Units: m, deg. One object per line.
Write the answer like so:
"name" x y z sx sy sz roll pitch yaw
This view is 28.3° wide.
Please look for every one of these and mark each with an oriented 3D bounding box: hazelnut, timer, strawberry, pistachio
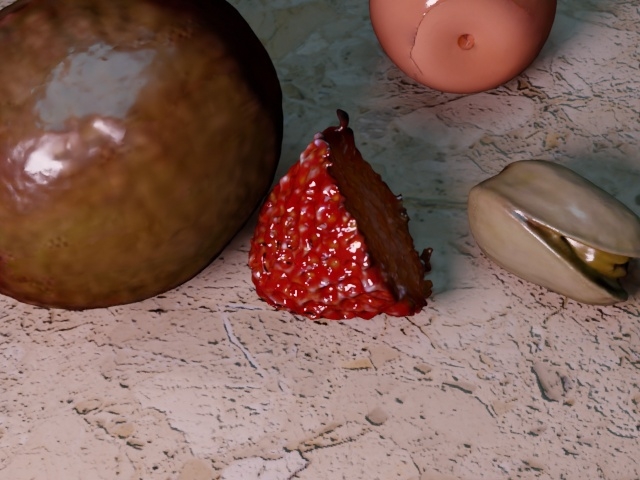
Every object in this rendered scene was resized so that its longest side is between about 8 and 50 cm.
"hazelnut" -0.241 -0.114 1.405 0.353 0.421 0.420 38 60 -11
"timer" 0.172 -0.297 1.538 0.230 0.229 0.214 -4 43 8
"strawberry" 0.000 0.000 1.367 0.178 0.234 0.233 -26 49 17
"pistachio" 0.254 -0.009 1.363 0.206 0.131 0.129 31 106 29
